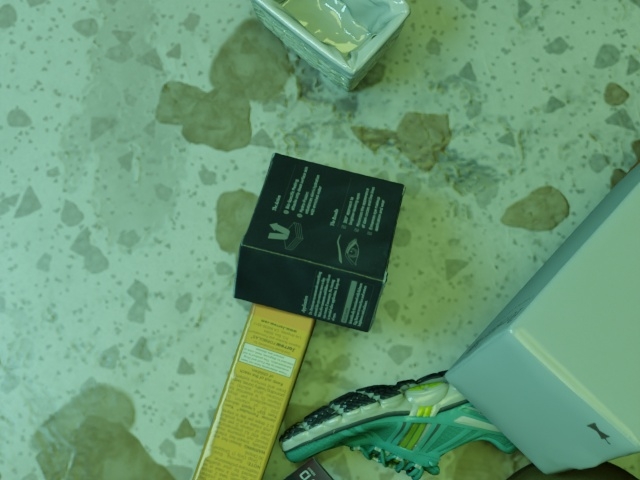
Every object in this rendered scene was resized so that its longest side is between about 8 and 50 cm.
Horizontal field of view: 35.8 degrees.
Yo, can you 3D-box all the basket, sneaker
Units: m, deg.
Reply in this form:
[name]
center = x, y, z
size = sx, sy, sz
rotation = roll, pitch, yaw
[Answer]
[basket]
center = 0.009, -0.268, 1.174
size = 0.167, 0.103, 0.113
rotation = 40, 83, 7
[sneaker]
center = 0.092, 0.214, 1.097
size = 0.275, 0.107, 0.109
rotation = -10, 89, -2

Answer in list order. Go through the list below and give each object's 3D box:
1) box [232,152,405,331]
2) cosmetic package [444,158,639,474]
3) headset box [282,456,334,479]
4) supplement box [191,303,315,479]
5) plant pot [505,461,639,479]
[box]
center = 0.000, 0.000, 1.101
size = 0.158, 0.093, 0.156
rotation = 15, 46, 2
[cosmetic package]
center = 0.354, 0.016, 1.025
size = 0.161, 0.230, 0.453
rotation = 43, 70, 7
[headset box]
center = -0.026, 0.377, 0.992
size = 0.293, 0.110, 0.218
rotation = -36, 42, -15
[supplement box]
center = -0.074, 0.181, 1.110
size = 0.080, 0.078, 0.233
rotation = 16, 80, 2
[plant pot]
center = 0.287, 0.342, 0.997
size = 0.237, 0.254, 0.237
rotation = 0, 80, 1
